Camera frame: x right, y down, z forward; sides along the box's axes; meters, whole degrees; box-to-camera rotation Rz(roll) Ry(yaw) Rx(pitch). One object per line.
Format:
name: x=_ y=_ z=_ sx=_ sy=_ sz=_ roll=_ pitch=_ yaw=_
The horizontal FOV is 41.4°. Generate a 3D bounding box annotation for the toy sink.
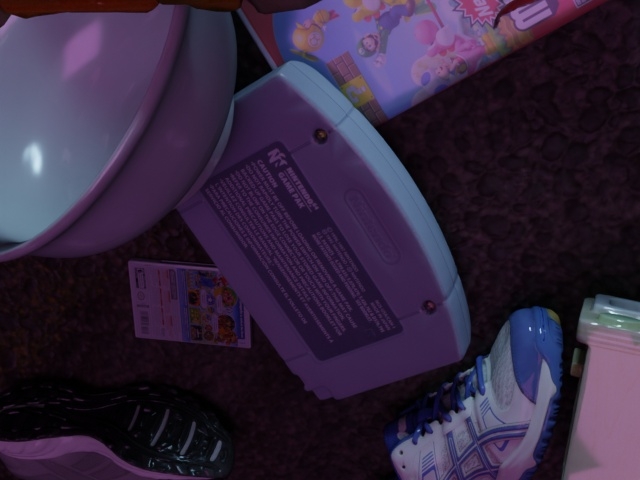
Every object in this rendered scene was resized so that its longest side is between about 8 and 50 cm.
toy sink: x=0.268 y=0.117 z=0.683 sx=0.131 sy=0.153 sz=0.234 roll=11 pitch=98 yaw=17

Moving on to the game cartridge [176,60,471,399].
game cartridge: x=0.000 y=0.000 z=0.745 sx=0.196 sy=0.060 sz=0.294 roll=-23 pitch=108 yaw=35

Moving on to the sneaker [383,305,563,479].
sneaker: x=0.127 y=0.183 z=0.786 sx=0.131 sy=0.112 sz=0.296 roll=18 pitch=115 yaw=4

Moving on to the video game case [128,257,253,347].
video game case: x=-0.128 y=0.062 z=0.840 sx=0.122 sy=0.011 sz=0.087 roll=4 pitch=114 yaw=10

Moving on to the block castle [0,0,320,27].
block castle: x=-0.136 y=-0.351 z=0.451 sx=0.303 sy=0.213 sz=0.453 roll=2 pitch=85 yaw=12

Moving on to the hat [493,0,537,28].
hat: x=0.273 y=-0.228 z=0.614 sx=0.208 sy=0.183 sz=0.173 roll=8 pitch=87 yaw=-33

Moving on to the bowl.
bowl: x=-0.163 y=-0.107 z=0.665 sx=0.298 sy=0.298 sz=0.134 roll=-37 pitch=141 yaw=23

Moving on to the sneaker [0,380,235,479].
sneaker: x=-0.217 y=0.216 z=0.890 sx=0.272 sy=0.100 sz=0.108 roll=4 pitch=128 yaw=14

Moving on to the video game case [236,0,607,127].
video game case: x=0.072 y=-0.219 z=0.666 sx=0.285 sy=0.025 sz=0.204 roll=-27 pitch=106 yaw=21
